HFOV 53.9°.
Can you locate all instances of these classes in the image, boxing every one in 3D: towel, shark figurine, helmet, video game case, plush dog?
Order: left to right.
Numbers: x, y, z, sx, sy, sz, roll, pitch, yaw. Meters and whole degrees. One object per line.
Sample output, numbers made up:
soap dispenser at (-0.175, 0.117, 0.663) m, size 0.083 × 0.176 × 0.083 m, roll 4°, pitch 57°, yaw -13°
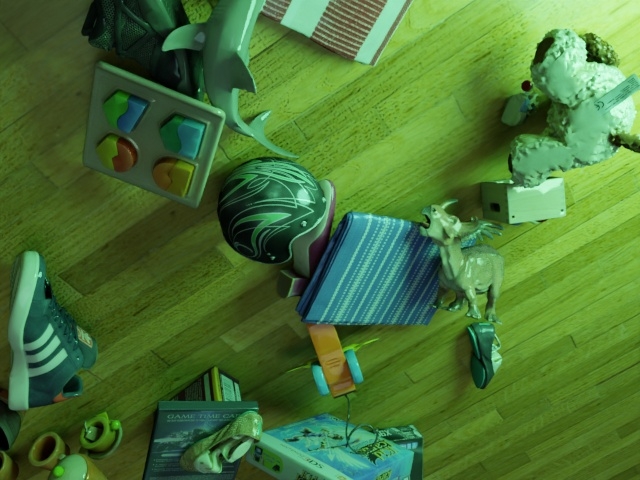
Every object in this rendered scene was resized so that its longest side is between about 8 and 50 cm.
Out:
video game case at (-0.251, 0.426, 1.288) m, size 0.196 × 0.026 × 0.274 m, roll 5°, pitch 124°, yaw -20°
shark figurine at (-0.111, -0.214, 0.884) m, size 0.166 × 0.116 × 0.278 m, roll -32°, pitch 141°, yaw -27°
helmet at (-0.081, -0.058, 1.030) m, size 0.169 × 0.169 × 0.161 m, roll 8°, pitch 139°, yaw -20°
towel at (-0.004, -0.411, 0.876) m, size 0.329 × 0.037 × 0.237 m, roll 19°, pitch 118°, yaw -27°
video game case at (0.024, 0.452, 1.318) m, size 0.269 × 0.244 × 0.061 m, roll 3°, pitch 100°, yaw -53°
towel at (0.132, 0.063, 1.214) m, size 0.336 × 0.040 × 0.243 m, roll 7°, pitch 120°, yaw -35°
plush dog at (0.446, -0.213, 1.035) m, size 0.210 × 0.225 × 0.262 m, roll 18°, pitch 123°, yaw 23°

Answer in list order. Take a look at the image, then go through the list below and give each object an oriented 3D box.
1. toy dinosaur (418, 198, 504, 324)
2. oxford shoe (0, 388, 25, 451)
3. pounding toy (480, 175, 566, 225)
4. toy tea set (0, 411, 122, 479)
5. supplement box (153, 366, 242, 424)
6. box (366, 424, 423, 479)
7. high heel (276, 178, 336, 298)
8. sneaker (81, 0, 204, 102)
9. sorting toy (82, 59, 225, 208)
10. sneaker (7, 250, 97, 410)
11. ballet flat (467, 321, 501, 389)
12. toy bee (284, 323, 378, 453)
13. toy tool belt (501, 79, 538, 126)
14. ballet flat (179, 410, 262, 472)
toy dinosaur at (0.295, 0.045, 1.199) m, size 0.295 × 0.127 × 0.200 m, roll 19°, pitch 85°, yaw -54°
oxford shoe at (-0.668, 0.300, 1.170) m, size 0.097 × 0.098 × 0.271 m, roll -35°, pitch 126°, yaw 11°
pounding toy at (0.378, -0.066, 1.174) m, size 0.130 × 0.141 × 0.100 m, roll -7°, pitch 98°, yaw -9°
toy tea set at (-0.566, 0.457, 1.253) m, size 0.336 × 0.200 × 0.124 m, roll -20°, pitch 136°, yaw 7°
supplement box at (-0.259, 0.369, 1.325) m, size 0.188 × 0.104 × 0.081 m, roll -38°, pitch 127°, yaw 14°
box at (0.095, 0.594, 1.541) m, size 0.307 × 0.076 × 0.242 m, roll -2°, pitch 99°, yaw -13°
high heel at (0.000, 0.000, 1.164) m, size 0.117 × 0.082 × 0.244 m, roll -6°, pitch 118°, yaw -49°
sneaker at (-0.244, -0.273, 0.887) m, size 0.130 × 0.087 × 0.227 m, roll -1°, pitch 146°, yaw 13°
sorting toy at (-0.255, -0.145, 0.937) m, size 0.193 × 0.038 × 0.208 m, roll 21°, pitch 134°, yaw -6°
sneaker at (-0.471, 0.160, 1.117) m, size 0.148 × 0.131 × 0.350 m, roll 1°, pitch 130°, yaw -24°
ballet flat at (0.382, 0.263, 1.443) m, size 0.074 × 0.074 × 0.203 m, roll -17°, pitch 125°, yaw -3°
toy bee at (0.021, 0.271, 1.322) m, size 0.195 × 0.162 × 0.298 m, roll 2°, pitch 100°, yaw -6°
toy tool belt at (0.353, -0.237, 1.092) m, size 0.051 × 0.052 × 0.083 m, roll -5°, pitch 127°, yaw -43°
ballet flat at (-0.197, 0.412, 1.233) m, size 0.206 × 0.067 × 0.073 m, roll -40°, pitch 128°, yaw 15°
